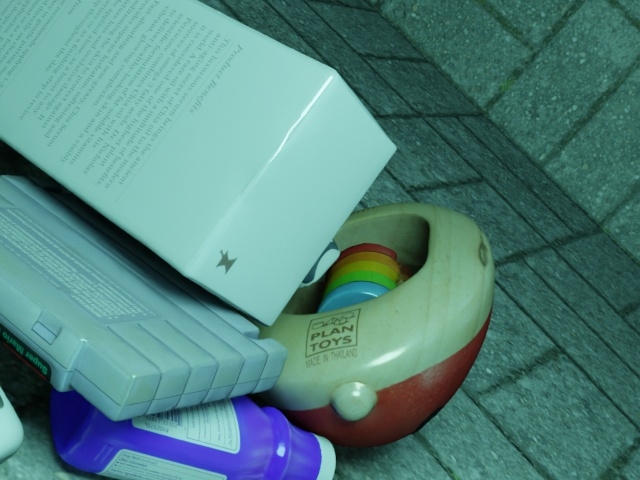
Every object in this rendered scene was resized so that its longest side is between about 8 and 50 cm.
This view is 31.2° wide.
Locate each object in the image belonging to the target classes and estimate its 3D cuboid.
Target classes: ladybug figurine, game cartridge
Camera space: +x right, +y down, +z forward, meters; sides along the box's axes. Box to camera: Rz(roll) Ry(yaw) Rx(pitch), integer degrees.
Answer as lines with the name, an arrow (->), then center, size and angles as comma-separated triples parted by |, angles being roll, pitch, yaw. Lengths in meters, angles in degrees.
ladybug figurine -> 0.059, 0.097, 1.310 | 0.449, 0.305, 0.161 | -67, 140, -65
game cartridge -> -0.227, 0.040, 1.050 | 0.355, 0.068, 0.230 | 33, 22, 28

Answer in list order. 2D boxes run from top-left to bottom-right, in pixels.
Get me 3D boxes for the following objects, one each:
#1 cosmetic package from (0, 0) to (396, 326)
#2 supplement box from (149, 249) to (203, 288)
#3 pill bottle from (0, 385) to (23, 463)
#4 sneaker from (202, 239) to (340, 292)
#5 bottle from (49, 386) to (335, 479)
cosmetic package -> -0.174, -0.131, 1.187 | 0.453, 0.230, 0.161 | 33, -5, 35
supplement box -> -0.177, 0.066, 1.213 | 0.083, 0.083, 0.056 | 46, 25, 15
pill bottle -> -0.360, 0.041, 0.768 | 0.333, 0.188, 0.188 | 59, 26, 4
sneaker -> -0.100, -0.021, 1.295 | 0.094, 0.235, 0.153 | -45, 116, -26
bottle -> -0.113, 0.186, 1.085 | 0.283, 0.092, 0.118 | 23, 27, -34
